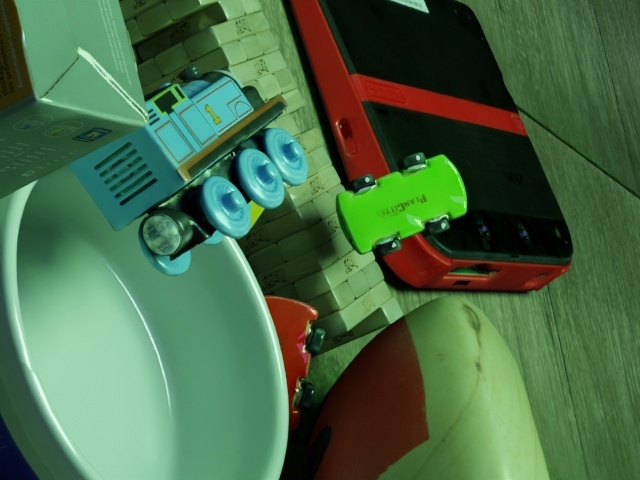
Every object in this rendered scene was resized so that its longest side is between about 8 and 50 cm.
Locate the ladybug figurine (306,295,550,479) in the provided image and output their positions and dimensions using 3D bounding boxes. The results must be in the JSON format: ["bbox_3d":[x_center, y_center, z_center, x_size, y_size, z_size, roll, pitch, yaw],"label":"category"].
[{"bbox_3d":[0.083,0.204,1.162,0.449,0.162,0.305,-84,161,-76],"label":"ladybug figurine"}]

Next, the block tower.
[{"bbox_3d":[-0.056,-0.065,1.285,0.335,0.091,0.097,64,29,-4],"label":"block tower"}]

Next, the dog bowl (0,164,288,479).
[{"bbox_3d":[-0.139,0.075,1.029,0.265,0.104,0.265,40,38,-40],"label":"dog bowl"}]

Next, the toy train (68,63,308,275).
[{"bbox_3d":[-0.076,-0.052,1.040,0.105,0.080,0.184,56,30,-7],"label":"toy train"}]

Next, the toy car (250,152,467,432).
[{"bbox_3d":[0.000,0.000,1.201,0.239,0.225,0.053,68,-15,1],"label":"toy car"}]

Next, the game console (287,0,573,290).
[{"bbox_3d":[0.113,-0.113,1.655,0.386,0.060,0.342,4,60,-59],"label":"game console"}]

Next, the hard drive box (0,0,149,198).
[{"bbox_3d":[-0.224,-0.105,0.883,0.089,0.232,0.181,8,62,-57],"label":"hard drive box"}]
